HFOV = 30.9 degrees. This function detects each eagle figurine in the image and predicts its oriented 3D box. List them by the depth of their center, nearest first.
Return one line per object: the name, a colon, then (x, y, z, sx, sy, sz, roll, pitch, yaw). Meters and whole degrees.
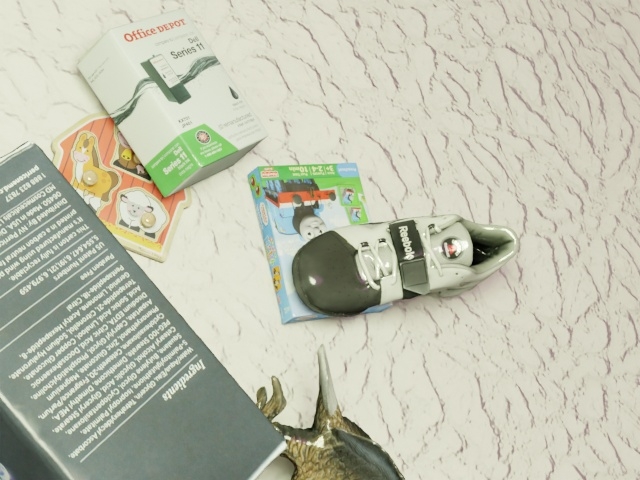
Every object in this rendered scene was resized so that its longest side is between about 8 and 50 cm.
eagle figurine: (0.028, 0.298, 1.376, 0.298, 0.225, 0.226, 31, 42, -3)

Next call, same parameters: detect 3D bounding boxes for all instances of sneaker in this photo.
sneaker: (0.119, 0.016, 1.520, 0.331, 0.146, 0.122, -9, 77, -35)

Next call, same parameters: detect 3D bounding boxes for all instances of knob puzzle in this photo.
knob puzzle: (-0.247, -0.089, 1.465, 0.213, 0.030, 0.213, 11, 65, -25)

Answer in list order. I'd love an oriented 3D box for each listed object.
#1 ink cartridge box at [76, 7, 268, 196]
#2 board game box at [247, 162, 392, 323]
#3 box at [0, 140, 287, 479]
ink cartridge box: (-0.188, -0.180, 1.482, 0.208, 0.087, 0.153, 55, 40, 1)
board game box: (0.000, 0.000, 1.565, 0.160, 0.039, 0.211, -5, 74, -32)
box: (-0.286, 0.157, 1.169, 0.395, 0.293, 0.212, 49, 48, -3)
